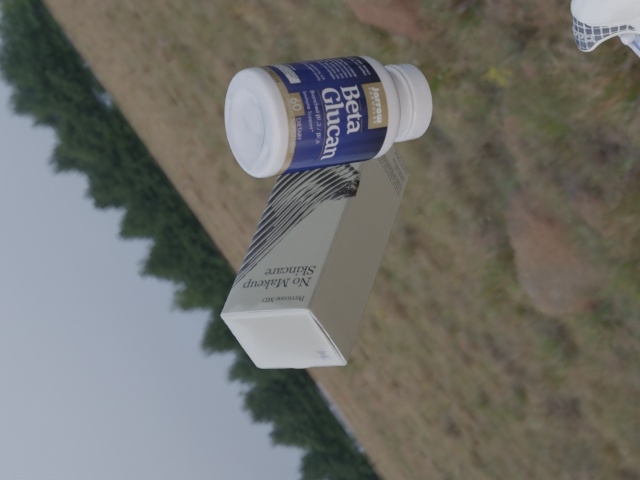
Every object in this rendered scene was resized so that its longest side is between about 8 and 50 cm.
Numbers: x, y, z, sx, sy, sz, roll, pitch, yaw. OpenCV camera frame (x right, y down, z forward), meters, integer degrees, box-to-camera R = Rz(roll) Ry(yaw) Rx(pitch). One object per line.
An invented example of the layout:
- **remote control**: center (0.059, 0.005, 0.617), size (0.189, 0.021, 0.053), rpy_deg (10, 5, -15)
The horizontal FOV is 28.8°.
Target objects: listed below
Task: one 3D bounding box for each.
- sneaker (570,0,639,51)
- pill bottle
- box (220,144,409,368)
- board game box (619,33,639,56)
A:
- **sneaker**: center (0.311, -0.198, 0.981), size (0.090, 0.235, 0.095), rpy_deg (-102, 12, -59)
- **pill bottle**: center (0.010, -0.112, 1.086), size (0.094, 0.169, 0.094), rpy_deg (28, 123, 53)
- **box**: center (0.000, 0.000, 1.319), size (0.094, 0.113, 0.275), rpy_deg (59, -143, -38)
- **board game box**: center (0.296, -0.299, 1.271), size (0.390, 0.050, 0.390), rpy_deg (50, 176, 17)
